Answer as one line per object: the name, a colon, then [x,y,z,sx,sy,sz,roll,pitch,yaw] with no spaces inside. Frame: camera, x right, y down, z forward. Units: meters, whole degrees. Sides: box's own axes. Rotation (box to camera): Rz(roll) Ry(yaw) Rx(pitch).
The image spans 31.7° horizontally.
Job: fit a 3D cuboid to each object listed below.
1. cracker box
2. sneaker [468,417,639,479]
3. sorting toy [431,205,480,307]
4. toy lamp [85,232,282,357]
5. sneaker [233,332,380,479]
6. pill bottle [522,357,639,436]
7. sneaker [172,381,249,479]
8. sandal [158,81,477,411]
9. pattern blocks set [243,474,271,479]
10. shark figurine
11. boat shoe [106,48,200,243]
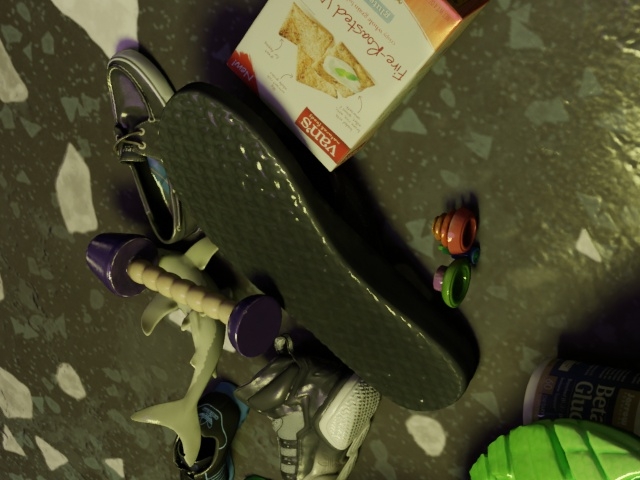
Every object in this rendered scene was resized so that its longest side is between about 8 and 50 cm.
cracker box: [0.028,-0.196,1.069,0.156,0.067,0.232,46,134,4]
sneaker: [0.247,0.275,1.072,0.483,0.202,0.185,126,140,-68]
sorting toy: [0.129,0.013,1.131,0.042,0.061,0.102,14,101,30]
toy lamp: [-0.163,0.053,1.270,0.274,0.080,0.080,23,129,37]
sneaker: [-0.032,0.230,1.359,0.153,0.101,0.269,32,125,17]
pill bottle: [0.290,0.171,1.087,0.169,0.094,0.094,6,120,33]
sneaker: [-0.160,0.288,1.489,0.081,0.090,0.232,30,130,18]
sandal: [-0.001,0.002,1.203,0.446,0.107,0.167,48,137,-17]
pattern blocks set: [-0.020,0.465,1.542,0.285,0.026,0.325,-1,116,36]
shark figurine: [-0.137,0.110,1.339,0.166,0.278,0.116,-28,142,15]
boat shoe: [-0.198,-0.101,1.286,0.080,0.076,0.229,-1,116,36]
